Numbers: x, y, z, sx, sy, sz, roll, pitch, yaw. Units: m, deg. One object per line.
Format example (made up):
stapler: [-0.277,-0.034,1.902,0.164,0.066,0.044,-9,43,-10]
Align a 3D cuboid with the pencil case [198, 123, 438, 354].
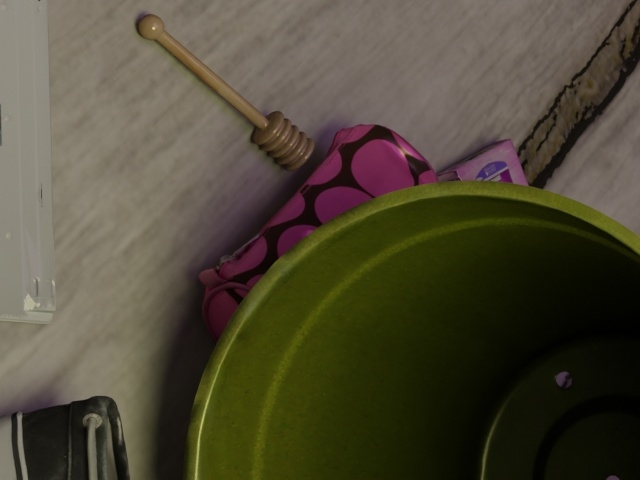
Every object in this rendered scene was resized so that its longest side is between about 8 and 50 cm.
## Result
pencil case: [0.000,0.000,1.304,0.098,0.095,0.209,45,49,-6]

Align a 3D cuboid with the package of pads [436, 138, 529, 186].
package of pads: [0.133,-0.046,1.479,0.083,0.032,0.050,-30,100,-44]

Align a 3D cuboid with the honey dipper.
honey dipper: [-0.069,-0.109,1.304,0.161,0.030,0.030,41,54,-26]

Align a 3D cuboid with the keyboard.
keyboard: [-0.206,-0.074,1.176,0.072,0.014,0.256,5,76,-38]

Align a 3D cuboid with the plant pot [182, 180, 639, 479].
plant pot: [0.154,0.167,1.229,0.353,0.367,0.366,16,68,-63]

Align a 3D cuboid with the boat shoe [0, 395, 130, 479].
boat shoe: [-0.122,0.224,1.033,0.113,0.105,0.306,76,-4,-49]
